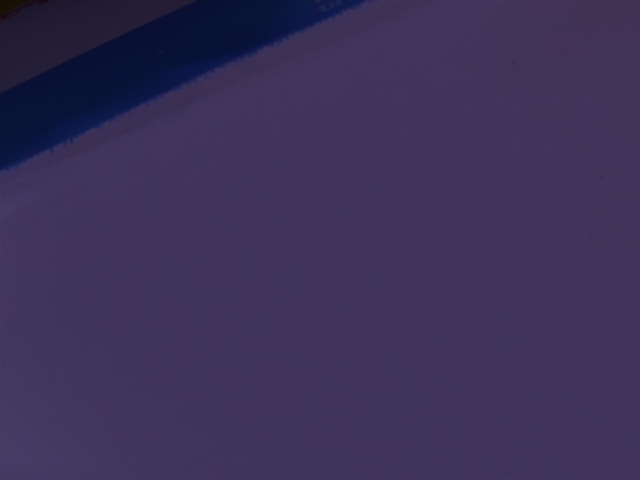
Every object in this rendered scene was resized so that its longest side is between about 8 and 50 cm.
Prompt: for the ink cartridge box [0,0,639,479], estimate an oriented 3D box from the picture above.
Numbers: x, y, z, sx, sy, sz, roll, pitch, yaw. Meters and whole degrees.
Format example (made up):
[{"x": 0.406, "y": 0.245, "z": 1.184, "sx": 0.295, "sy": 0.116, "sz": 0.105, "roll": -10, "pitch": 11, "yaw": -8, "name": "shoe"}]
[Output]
[{"x": 0.000, "y": 0.000, "z": 0.558, "sx": 0.270, "sy": 0.197, "sz": 0.198, "roll": -111, "pitch": -4, "yaw": -67, "name": "ink cartridge box"}]
